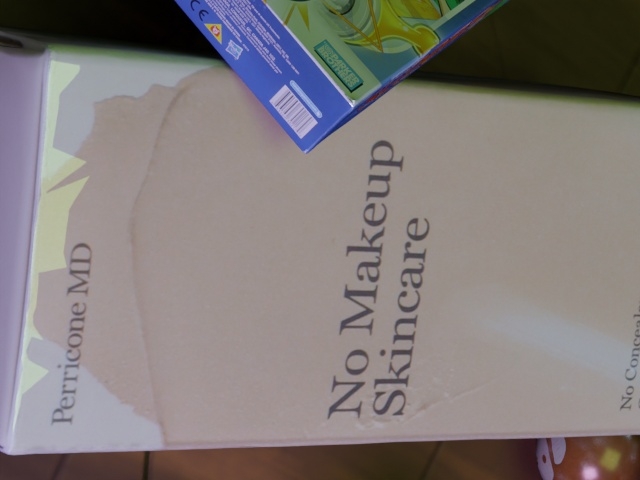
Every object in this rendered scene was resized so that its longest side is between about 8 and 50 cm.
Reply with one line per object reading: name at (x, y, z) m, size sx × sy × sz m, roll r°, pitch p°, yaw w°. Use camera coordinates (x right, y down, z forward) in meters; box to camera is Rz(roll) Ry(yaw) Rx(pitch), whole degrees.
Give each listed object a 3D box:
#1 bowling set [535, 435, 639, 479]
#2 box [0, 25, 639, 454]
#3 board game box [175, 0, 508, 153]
bowling set at (0.178, 0.179, 0.863) m, size 0.154 × 0.200 × 0.287 m, roll -65°, pitch 166°, yaw 0°
box at (0.000, 0.000, 0.709) m, size 0.311 × 0.121 × 0.148 m, roll 1°, pitch 99°, yaw -34°
board game box at (-0.023, -0.143, 0.637) m, size 0.201 × 0.035 × 0.136 m, roll 49°, pitch 47°, yaw 0°
